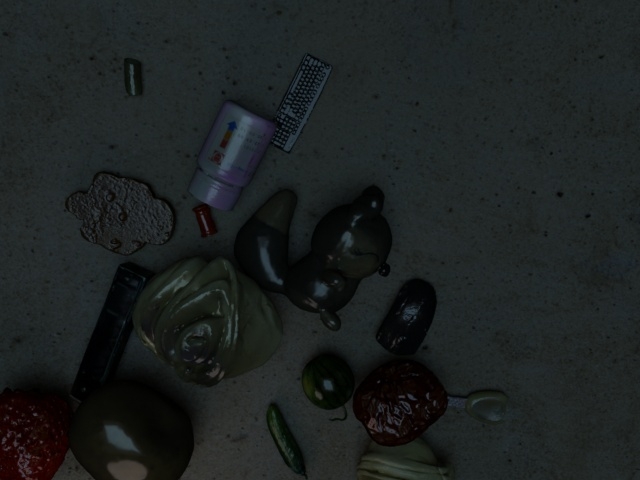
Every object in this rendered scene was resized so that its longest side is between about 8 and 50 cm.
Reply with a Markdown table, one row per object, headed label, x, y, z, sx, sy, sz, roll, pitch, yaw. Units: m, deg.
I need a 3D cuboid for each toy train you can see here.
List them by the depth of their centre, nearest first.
| label | x | y | z | sx | sy | sz | roll | pitch | yaw |
| --- | --- | --- | --- | --- | --- | --- | --- | --- | --- |
| toy train | -0.562 | 0.257 | 1.962 | 0.086 | 0.089 | 0.409 | 25 | 102 | 5 |

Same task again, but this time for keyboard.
| label | x | y | z | sx | sy | sz | roll | pitch | yaw |
| --- | --- | --- | --- | --- | --- | --- | --- | --- | --- |
| keyboard | -0.056 | -0.350 | 1.869 | 0.087 | 0.017 | 0.250 | 28 | 100 | -4 |

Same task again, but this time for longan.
| label | x | y | z | sx | sy | sz | roll | pitch | yaw |
| --- | --- | --- | --- | --- | --- | --- | --- | --- | --- |
| longan | -0.496 | 0.518 | 1.920 | 0.288 | 0.288 | 0.350 | -36 | 120 | 7 |

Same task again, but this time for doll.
| label | x | y | z | sx | sy | sz | roll | pitch | yaw |
| --- | --- | --- | --- | --- | --- | --- | --- | --- | --- |
| doll | -0.004 | 0.001 | 1.832 | 0.379 | 0.252 | 0.382 | 28 | 94 | -6 |

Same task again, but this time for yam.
| label | x | y | z | sx | sy | sz | roll | pitch | yaw |
| --- | --- | --- | --- | --- | --- | --- | --- | --- | --- |
| yam | -0.475 | -0.414 | 1.844 | 0.043 | 0.043 | 0.094 | 1 | 103 | 0 |

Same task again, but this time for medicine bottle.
| label | x | y | z | sx | sy | sz | roll | pitch | yaw |
| --- | --- | --- | --- | --- | --- | --- | --- | --- | --- |
| medicine bottle | -0.225 | -0.212 | 1.831 | 0.152 | 0.152 | 0.254 | 26 | 102 | -5 |

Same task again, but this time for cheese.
| label | x | y | z | sx | sy | sz | roll | pitch | yaw |
| --- | --- | --- | --- | --- | --- | --- | --- | --- | --- |
| cheese | 0.422 | 0.457 | 2.027 | 0.192 | 0.037 | 0.096 | 9 | 100 | -1 |

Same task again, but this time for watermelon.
| label | x | y | z | sx | sy | sz | roll | pitch | yaw |
| --- | --- | --- | --- | --- | --- | --- | --- | --- | --- |
| watermelon | 0.029 | 0.399 | 1.966 | 0.141 | 0.140 | 0.187 | -25 | 104 | 5 |

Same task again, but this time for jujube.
| label | x | y | z | sx | sy | sz | roll | pitch | yaw |
| --- | --- | --- | --- | --- | --- | --- | --- | --- | --- |
| jujube | 0.208 | 0.429 | 1.926 | 0.232 | 0.213 | 0.212 | -33 | 100 | -10 |

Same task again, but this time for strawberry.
| label | x | y | z | sx | sy | sz | roll | pitch | yaw |
| --- | --- | --- | --- | --- | --- | --- | --- | --- | --- |
| strawberry | -0.772 | 0.537 | 1.928 | 0.258 | 0.257 | 0.276 | -16 | 59 | 3 |

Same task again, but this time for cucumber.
| label | x | y | z | sx | sy | sz | roll | pitch | yaw |
| --- | --- | --- | --- | --- | --- | --- | --- | --- | --- |
| cucumber | -0.097 | 0.573 | 2.044 | 0.056 | 0.056 | 0.250 | -24 | 98 | 5 |

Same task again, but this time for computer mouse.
| label | x | y | z | sx | sy | sz | roll | pitch | yaw |
| --- | --- | --- | --- | --- | --- | --- | --- | --- | --- |
| computer mouse | 0.238 | 0.211 | 1.958 | 0.122 | 0.073 | 0.217 | 24 | 102 | -5 |

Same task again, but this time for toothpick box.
| label | x | y | z | sx | sy | sz | roll | pitch | yaw |
| --- | --- | --- | --- | --- | --- | --- | --- | --- | --- |
| toothpick box | -0.305 | -0.054 | 1.917 | 0.047 | 0.047 | 0.083 | -16 | 101 | 4 |

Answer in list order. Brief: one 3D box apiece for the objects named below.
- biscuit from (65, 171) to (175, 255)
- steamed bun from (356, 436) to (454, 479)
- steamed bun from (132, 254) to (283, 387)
| label | x | y | z | sx | sy | sz | roll | pitch | yaw |
| --- | --- | --- | --- | --- | --- | --- | --- | --- | --- |
| biscuit | -0.525 | -0.068 | 1.917 | 0.291 | 0.041 | 0.208 | 15 | 101 | -2 |
| steamed bun | 0.236 | 0.675 | 1.988 | 0.276 | 0.203 | 0.288 | 10 | 101 | -1 |
| steamed bun | -0.305 | 0.226 | 1.845 | 0.339 | 0.247 | 0.352 | -29 | 113 | 30 |
